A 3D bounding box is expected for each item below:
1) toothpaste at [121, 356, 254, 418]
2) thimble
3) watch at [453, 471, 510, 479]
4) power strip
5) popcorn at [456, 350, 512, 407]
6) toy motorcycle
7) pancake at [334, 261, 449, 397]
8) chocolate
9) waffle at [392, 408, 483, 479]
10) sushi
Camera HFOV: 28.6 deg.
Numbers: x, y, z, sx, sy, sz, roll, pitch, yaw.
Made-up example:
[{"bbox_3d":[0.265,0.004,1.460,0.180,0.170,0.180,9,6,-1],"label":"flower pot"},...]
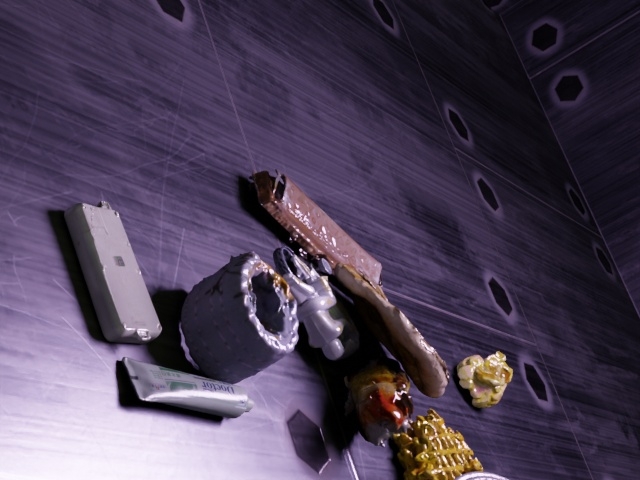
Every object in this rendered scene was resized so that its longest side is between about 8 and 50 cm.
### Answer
[{"bbox_3d":[-0.154,0.184,1.525,0.218,0.041,0.064,23,31,-50],"label":"toothpaste"},{"bbox_3d":[-0.105,0.103,1.617,0.127,0.118,0.151,47,27,-25],"label":"thimble"},{"bbox_3d":[0.220,0.491,1.661,0.327,0.314,0.335,44,36,-3],"label":"watch"},{"bbox_3d":[-0.250,0.039,1.509,0.081,0.035,0.192,11,52,-59],"label":"power strip"},{"bbox_3d":[0.303,0.256,2.296,0.109,0.089,0.097,25,52,-58],"label":"popcorn"},{"bbox_3d":[-0.001,0.109,1.875,0.229,0.074,0.151,52,17,-39],"label":"toy motorcycle"},{"bbox_3d":[0.113,0.139,1.952,0.282,0.049,0.282,53,-5,6],"label":"pancake"},{"bbox_3d":[0.004,-0.005,2.033,0.329,0.065,0.102,41,28,-39],"label":"chocolate"},{"bbox_3d":[0.194,0.363,1.962,0.197,0.070,0.193,39,30,-38],"label":"waffle"},{"bbox_3d":[0.083,0.237,1.838,0.226,0.097,0.103,-101,-169,-80],"label":"sushi"}]
